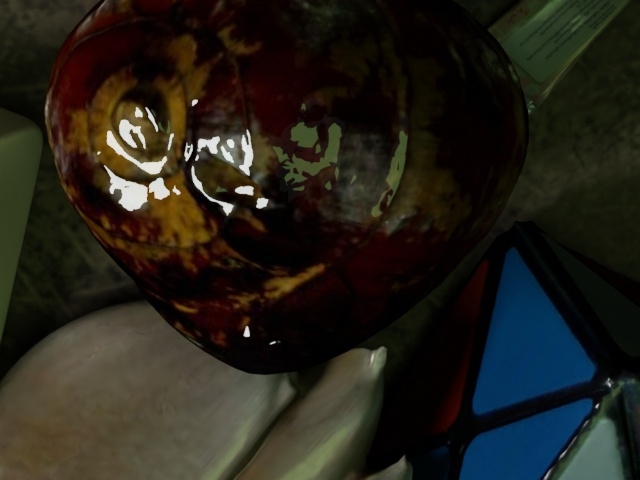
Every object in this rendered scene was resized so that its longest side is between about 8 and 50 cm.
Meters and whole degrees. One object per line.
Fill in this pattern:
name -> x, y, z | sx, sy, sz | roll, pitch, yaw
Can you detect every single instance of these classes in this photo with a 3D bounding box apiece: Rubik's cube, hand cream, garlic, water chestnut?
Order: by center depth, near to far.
water chestnut -> -0.019, -0.067, 1.092 | 0.289, 0.244, 0.289 | 11, 145, 8
garlic -> -0.099, 0.173, 1.198 | 0.279, 0.132, 0.325 | 38, 82, 8
hand cream -> 0.190, -0.176, 1.202 | 0.067, 0.043, 0.210 | 40, 106, -20
Rubik's cube -> 0.191, 0.171, 1.232 | 0.250, 0.248, 0.246 | 27, 106, -20

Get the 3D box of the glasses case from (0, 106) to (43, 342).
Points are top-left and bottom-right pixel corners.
glasses case -> -0.263, 0.067, 1.167 | 0.070, 0.131, 0.312 | 21, 111, 14
